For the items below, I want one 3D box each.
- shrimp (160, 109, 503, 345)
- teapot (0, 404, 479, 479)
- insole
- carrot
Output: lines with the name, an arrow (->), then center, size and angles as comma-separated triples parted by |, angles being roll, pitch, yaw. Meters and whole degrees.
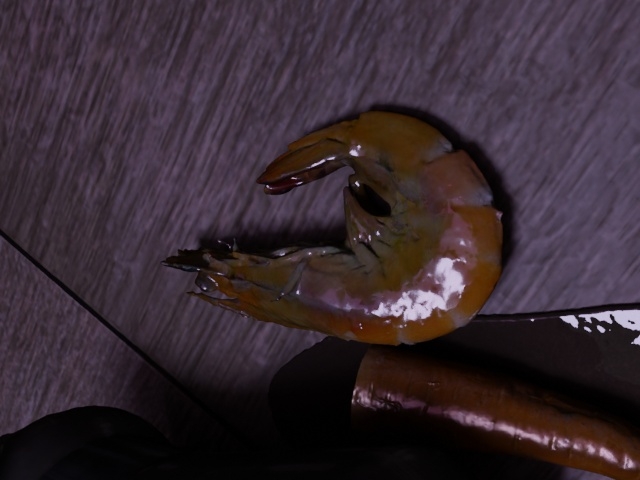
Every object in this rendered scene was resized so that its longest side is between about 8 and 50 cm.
shrimp -> 0.000, 0.000, 0.553 | 0.249, 0.068, 0.150 | -10, 87, 27
teapot -> -0.051, 0.281, 0.562 | 0.362, 0.305, 0.376 | 8, 138, 37
insole -> 0.095, 0.097, 0.557 | 0.328, 0.007, 0.111 | -14, 99, 32
carrot -> 0.123, 0.113, 0.511 | 0.210, 0.061, 0.061 | 10, 110, 23
